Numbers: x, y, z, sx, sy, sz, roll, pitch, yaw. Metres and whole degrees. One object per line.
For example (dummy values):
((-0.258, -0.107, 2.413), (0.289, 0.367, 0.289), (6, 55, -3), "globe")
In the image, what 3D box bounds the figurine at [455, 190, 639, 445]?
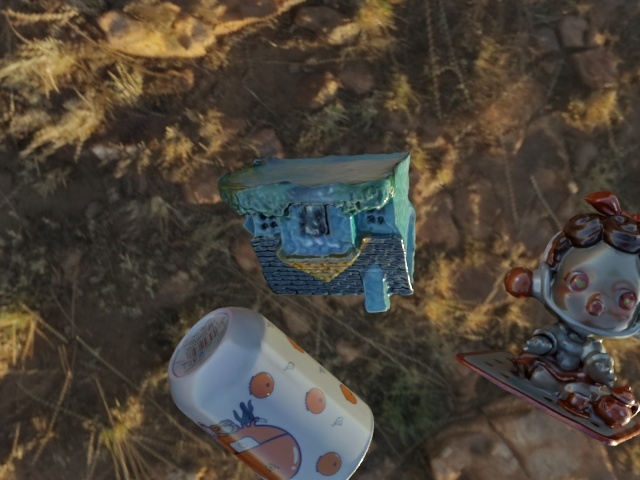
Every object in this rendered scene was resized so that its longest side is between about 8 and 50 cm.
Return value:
((0.285, 0.062, 1.003), (0.160, 0.183, 0.226), (8, 108, -60), "figurine")

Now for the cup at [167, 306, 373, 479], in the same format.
((-0.092, 0.264, 1.614), (0.212, 0.212, 0.317), (-46, 113, -1), "cup")

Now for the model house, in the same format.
((0.000, 0.000, 1.443), (0.261, 0.226, 0.241), (-1, 108, 15), "model house")
